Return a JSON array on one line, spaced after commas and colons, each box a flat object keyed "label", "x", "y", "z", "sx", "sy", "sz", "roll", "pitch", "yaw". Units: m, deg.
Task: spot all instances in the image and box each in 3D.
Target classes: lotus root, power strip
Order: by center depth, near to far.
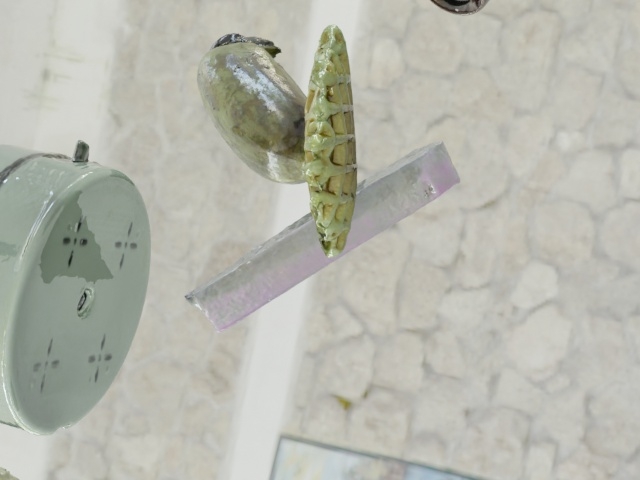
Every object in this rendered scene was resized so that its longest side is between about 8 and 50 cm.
[{"label": "power strip", "x": -0.350, "y": 0.047, "z": 1.294, "sx": 0.357, "sy": 0.161, "sz": 0.357, "roll": 14, "pitch": -90, "yaw": -74}, {"label": "lotus root", "x": -0.077, "y": -0.186, "z": 1.586, "sx": 0.173, "sy": 0.309, "sz": 0.173, "roll": -27, "pitch": -34, "yaw": -20}]

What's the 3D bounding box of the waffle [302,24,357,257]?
[{"label": "waffle", "x": 0.013, "y": -0.108, "z": 1.179, "sx": 0.214, "sy": 0.054, "sz": 0.207, "roll": 79, "pitch": -170, "yaw": -51}]

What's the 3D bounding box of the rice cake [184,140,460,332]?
[{"label": "rice cake", "x": 0.000, "y": -0.001, "z": 1.361, "sx": 0.070, "sy": 0.399, "sz": 0.064, "roll": 56, "pitch": -172, "yaw": -11}]

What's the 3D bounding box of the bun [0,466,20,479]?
[{"label": "bun", "x": -0.614, "y": 0.463, "z": 1.846, "sx": 0.239, "sy": 0.239, "sz": 0.141, "roll": -19, "pitch": -66, "yaw": -77}]

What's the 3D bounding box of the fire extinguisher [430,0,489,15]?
[{"label": "fire extinguisher", "x": 0.252, "y": -0.416, "z": 1.261, "sx": 0.344, "sy": 0.138, "sz": 0.102, "roll": -52, "pitch": -53, "yaw": -24}]
